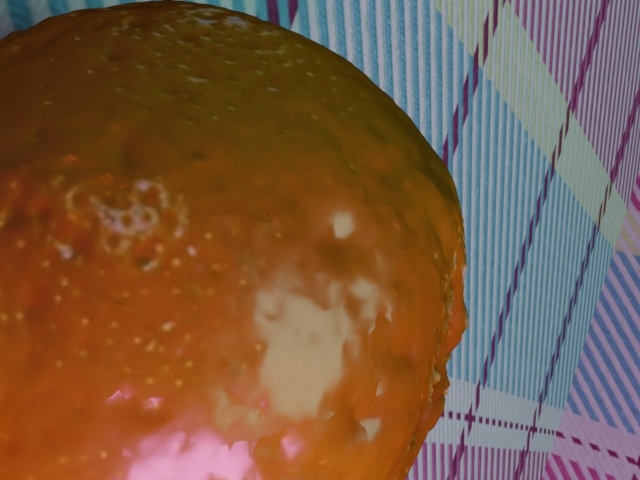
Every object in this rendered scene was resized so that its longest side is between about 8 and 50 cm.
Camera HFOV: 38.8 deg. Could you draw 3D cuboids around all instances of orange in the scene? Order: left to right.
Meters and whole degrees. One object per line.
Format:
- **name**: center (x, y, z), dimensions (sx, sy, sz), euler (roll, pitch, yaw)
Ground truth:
- **orange**: center (-0.068, 0.041, 0.504), dimensions (0.340, 0.293, 0.340), euler (11, 90, -84)
